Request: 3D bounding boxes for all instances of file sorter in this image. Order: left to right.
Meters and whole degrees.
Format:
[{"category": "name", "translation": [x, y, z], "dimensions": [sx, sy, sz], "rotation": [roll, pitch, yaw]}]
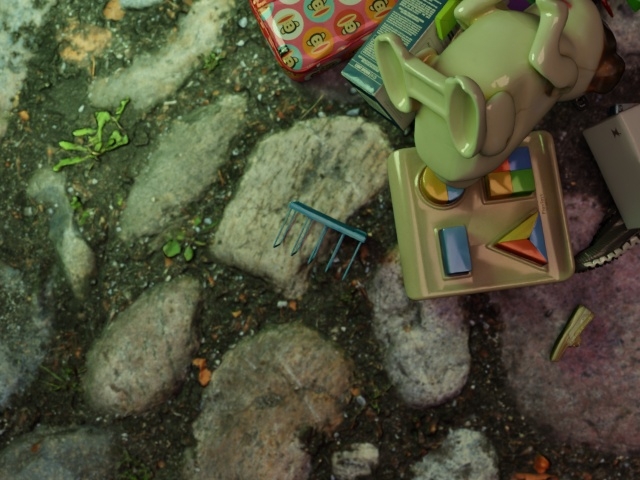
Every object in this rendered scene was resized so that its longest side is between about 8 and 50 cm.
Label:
[{"category": "file sorter", "translation": [0.000, 0.000, 1.656], "dimensions": [0.170, 0.118, 0.104], "rotation": [25, 97, 3]}]

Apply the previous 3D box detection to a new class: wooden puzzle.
[{"category": "wooden puzzle", "translation": [0.328, -0.055, 1.631], "dimensions": [0.348, 0.080, 0.322], "rotation": [-8, 83, 5]}]

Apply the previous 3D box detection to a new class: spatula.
[{"category": "spatula", "translation": [0.472, -0.397, 1.657], "dimensions": [0.084, 0.030, 0.296], "rotation": [-34, 89, 7]}]

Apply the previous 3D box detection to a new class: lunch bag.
[{"category": "lunch bag", "translation": [0.008, -0.500, 1.649], "dimensions": [0.293, 0.120, 0.258], "rotation": [-28, 85, 3]}]

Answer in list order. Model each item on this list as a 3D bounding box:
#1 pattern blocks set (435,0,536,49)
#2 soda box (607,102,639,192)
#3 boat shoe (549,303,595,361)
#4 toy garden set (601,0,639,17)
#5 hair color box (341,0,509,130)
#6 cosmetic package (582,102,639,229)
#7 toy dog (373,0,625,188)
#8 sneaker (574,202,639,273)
[{"category": "pattern blocks set", "translation": [0.320, -0.381, 1.578], "dimensions": [0.325, 0.285, 0.026], "rotation": [-46, 44, 5]}, {"category": "soda box", "translation": [0.634, -0.189, 1.638], "dimensions": [0.063, 0.058, 0.183], "rotation": [-1, 90, 3]}, {"category": "boat shoe", "translation": [0.527, 0.201, 1.657], "dimensions": [0.045, 0.050, 0.135], "rotation": [30, 93, 8]}, {"category": "toy garden set", "translation": [0.575, -0.568, 1.585], "dimensions": [0.049, 0.204, 0.244], "rotation": [-40, 96, -28]}, {"category": "hair color box", "translation": [0.214, -0.411, 1.594], "dimensions": [0.105, 0.174, 0.347], "rotation": [42, 94, 31]}, {"category": "cosmetic package", "translation": [0.779, -0.217, 1.538], "dimensions": [0.453, 0.161, 0.230], "rotation": [-24, 90, -7]}, {"category": "toy dog", "translation": [0.368, -0.297, 1.458], "dimensions": [0.408, 0.284, 0.395], "rotation": [-33, 129, -13]}, {"category": "sneaker", "translation": [0.606, -0.018, 1.638], "dimensions": [0.234, 0.078, 0.106], "rotation": [-29, 81, 5]}]
